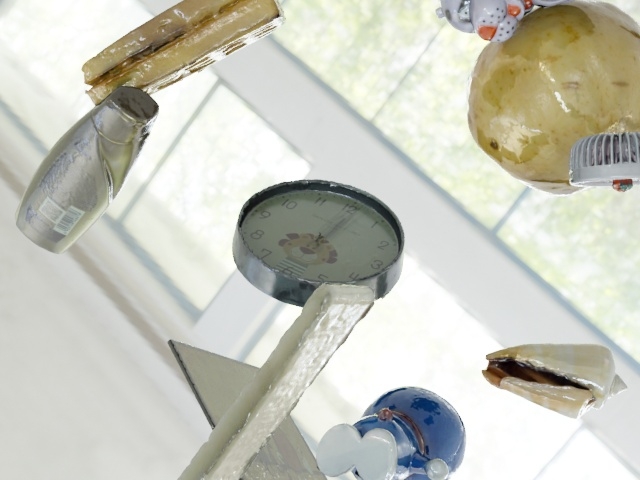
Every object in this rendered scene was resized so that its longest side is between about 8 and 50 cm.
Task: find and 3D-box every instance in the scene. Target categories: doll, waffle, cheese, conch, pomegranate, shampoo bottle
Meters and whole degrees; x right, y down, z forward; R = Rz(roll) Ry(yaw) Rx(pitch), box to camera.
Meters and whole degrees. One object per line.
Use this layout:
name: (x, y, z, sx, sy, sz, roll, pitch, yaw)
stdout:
doll: (0.110, 0.301, 1.784, 0.215, 0.161, 0.257, 19, -168, 33)
waffle: (-0.214, -0.311, 1.947, 0.098, 0.327, 0.224, 63, -177, -3)
cheese: (-0.079, 0.194, 1.244, 0.034, 0.400, 0.085, 47, -154, 27)
conch: (0.430, 0.258, 2.268, 0.255, 0.127, 0.158, 6, -131, 20)
pomegranate: (0.400, -0.214, 1.982, 0.342, 0.342, 0.342, 35, -166, -10)
shampoo bottle: (-0.363, -0.111, 1.925, 0.125, 0.350, 0.084, 38, -138, -7)

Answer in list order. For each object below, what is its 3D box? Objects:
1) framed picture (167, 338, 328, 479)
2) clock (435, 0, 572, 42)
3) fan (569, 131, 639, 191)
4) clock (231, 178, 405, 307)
framed picture: (-0.100, 0.309, 2.004, 0.255, 0.014, 0.339, 26, -156, -49)
clock: (0.288, -0.401, 1.888, 0.189, 0.254, 0.189, 51, -161, -25)
fan: (0.395, -0.097, 1.651, 0.130, 0.074, 0.244, -3, 178, 9)
clock: (-0.001, 0.002, 2.181, 0.312, 0.061, 0.313, 5, -142, -4)
